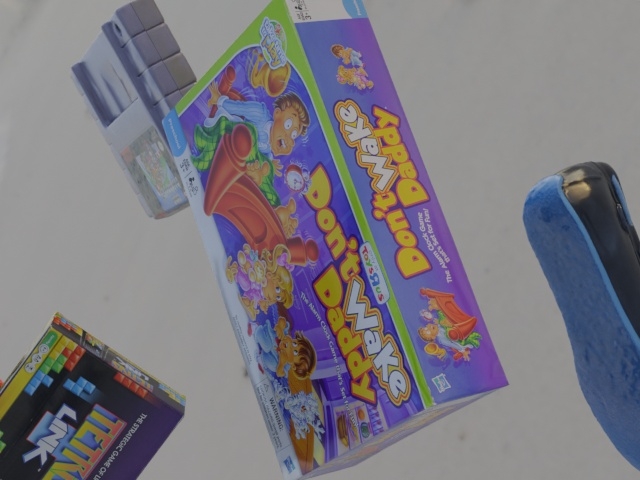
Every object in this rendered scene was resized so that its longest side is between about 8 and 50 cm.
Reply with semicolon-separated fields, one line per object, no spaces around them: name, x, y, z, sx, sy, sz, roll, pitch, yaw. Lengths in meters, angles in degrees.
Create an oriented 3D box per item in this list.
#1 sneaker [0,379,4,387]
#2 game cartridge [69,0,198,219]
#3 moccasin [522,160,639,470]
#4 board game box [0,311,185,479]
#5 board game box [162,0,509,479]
sneaker;-0.364;0.202;1.664;0.090;0.145;0.270;26;111;39
game cartridge;-0.207;-0.144;1.815;0.068;0.230;0.355;-26;2;-18
moccasin;0.328;0.078;1.554;0.117;0.342;0.137;-30;17;-32
board game box;-0.222;0.171;1.311;0.170;0.141;0.048;-53;11;10
board game box;0.000;0.000;1.246;0.233;0.078;0.347;-39;67;52
